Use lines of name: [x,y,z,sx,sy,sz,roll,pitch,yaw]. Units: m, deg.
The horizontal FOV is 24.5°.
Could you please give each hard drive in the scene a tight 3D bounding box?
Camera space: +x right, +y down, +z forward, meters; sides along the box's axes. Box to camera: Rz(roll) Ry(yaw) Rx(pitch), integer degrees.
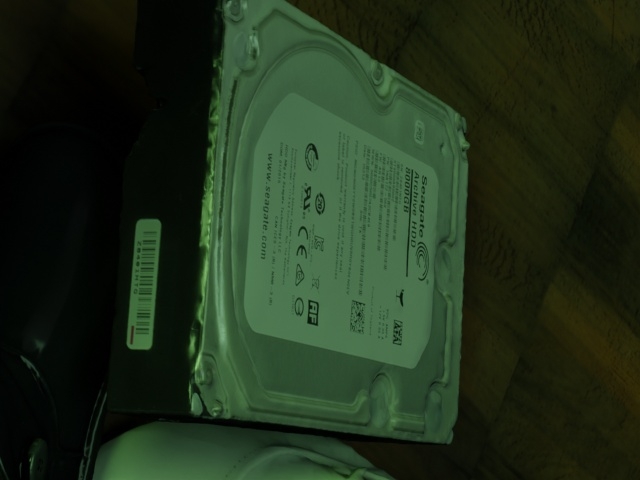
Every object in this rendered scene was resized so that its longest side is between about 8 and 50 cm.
hard drive: [0.000,0.000,0.888,0.339,0.064,0.236,22,70,-61]

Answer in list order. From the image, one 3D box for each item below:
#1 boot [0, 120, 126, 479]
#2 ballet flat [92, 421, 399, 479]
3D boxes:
boot: [-0.156,0.058,0.726,0.207,0.094,0.246,-2,101,-86]
ballet flat: [0.023,0.198,0.959,0.400,0.139,0.139,23,76,-43]
